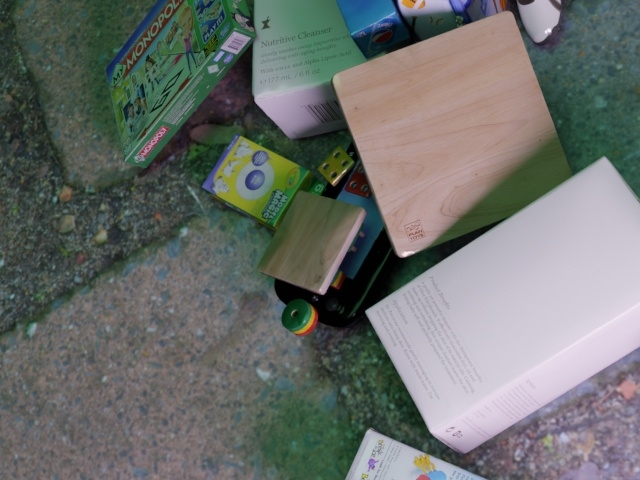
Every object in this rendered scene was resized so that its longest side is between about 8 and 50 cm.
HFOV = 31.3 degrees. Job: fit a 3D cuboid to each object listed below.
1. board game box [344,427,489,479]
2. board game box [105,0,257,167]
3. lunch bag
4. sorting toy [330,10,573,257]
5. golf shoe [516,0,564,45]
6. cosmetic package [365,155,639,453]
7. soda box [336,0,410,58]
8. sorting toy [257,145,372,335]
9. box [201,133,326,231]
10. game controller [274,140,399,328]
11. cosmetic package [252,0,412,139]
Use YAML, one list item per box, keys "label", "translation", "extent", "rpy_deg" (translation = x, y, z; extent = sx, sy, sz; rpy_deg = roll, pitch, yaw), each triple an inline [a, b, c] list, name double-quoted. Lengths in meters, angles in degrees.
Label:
- label: "board game box"
  translation: [0.168, 0.355, 1.383]
  extent: [0.275, 0.142, 0.144]
  rpy_deg: [19, 78, 30]
- label: "board game box"
  translation: [-0.228, -0.294, 1.803]
  extent: [0.317, 0.046, 0.213]
  rpy_deg: [-44, 48, 33]
- label: "lunch bag"
  translation: [0.194, -0.407, 1.634]
  extent: [0.115, 0.243, 0.303]
  rpy_deg: [-3, 67, 24]
- label: "sorting toy"
  translation: [0.171, -0.140, 1.533]
  extent: [0.257, 0.089, 0.255]
  rpy_deg: [-21, 93, -6]
- label: "golf shoe"
  translation: [0.290, -0.375, 1.633]
  extent: [0.077, 0.094, 0.198]
  rpy_deg: [-4, 97, 53]
- label: "cosmetic package"
  translation: [0.268, 0.087, 1.444]
  extent: [0.365, 0.155, 0.197]
  rpy_deg: [-32, 60, 8]
- label: "soda box"
  translation: [0.052, -0.363, 1.602]
  extent: [0.071, 0.067, 0.210]
  rpy_deg: [-26, 60, 11]
- label: "sorting toy"
  translation: [0.000, 0.000, 1.602]
  extent: [0.132, 0.046, 0.274]
  rpy_deg: [17, 75, 44]
- label: "box"
  translation: [-0.084, -0.081, 1.740]
  extent: [0.179, 0.043, 0.105]
  rpy_deg: [28, 83, 29]
- label: "game controller"
  translation: [0.059, -0.030, 1.639]
  extent: [0.166, 0.067, 0.319]
  rpy_deg: [25, 80, 30]
- label: "cosmetic package"
  translation: [0.020, -0.368, 1.746]
  extent: [0.217, 0.156, 0.385]
  rpy_deg: [-11, 66, 19]
